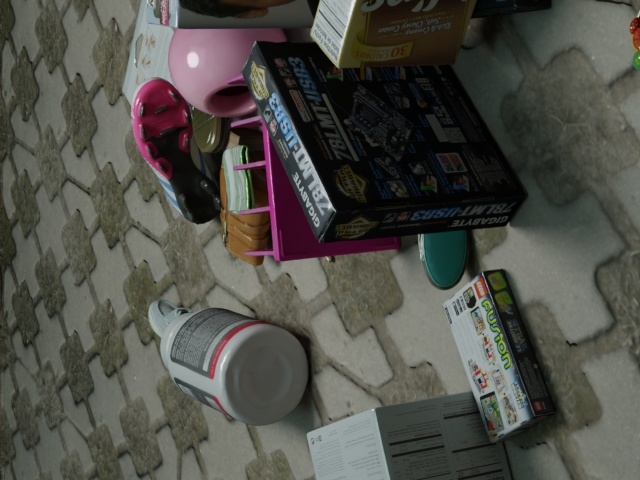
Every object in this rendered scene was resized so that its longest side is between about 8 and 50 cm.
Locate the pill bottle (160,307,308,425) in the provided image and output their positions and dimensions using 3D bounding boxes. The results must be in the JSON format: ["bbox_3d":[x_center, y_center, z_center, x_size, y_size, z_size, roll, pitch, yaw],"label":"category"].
[{"bbox_3d":[-0.170,0.216,2.282,0.318,0.176,0.176,11,105,59],"label":"pill bottle"}]

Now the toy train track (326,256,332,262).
[{"bbox_3d":[0.000,0.000,2.104,0.083,0.014,0.048,59,-177,23],"label":"toy train track"}]

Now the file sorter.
[{"bbox_3d":[-0.021,-0.121,1.941,0.182,0.202,0.291,-2,93,64],"label":"file sorter"}]

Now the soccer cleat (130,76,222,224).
[{"bbox_3d":[-0.286,-0.174,2.378,0.143,0.116,0.331,46,161,50],"label":"soccer cleat"}]

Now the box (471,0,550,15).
[{"bbox_3d":[0.203,-0.423,1.629,0.216,0.060,0.270,10,104,59],"label":"box"}]

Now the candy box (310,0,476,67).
[{"bbox_3d":[0.118,-0.366,1.541,0.087,0.182,0.316,55,140,42],"label":"candy box"}]

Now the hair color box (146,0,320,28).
[{"bbox_3d":[-0.050,-0.390,1.761,0.113,0.374,0.185,24,116,57],"label":"hair color box"}]

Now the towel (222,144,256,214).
[{"bbox_3d":[-0.135,-0.098,2.070,0.152,0.023,0.113,-176,78,-77],"label":"towel"}]

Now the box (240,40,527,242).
[{"bbox_3d":[0.080,-0.138,1.660,0.296,0.293,0.073,64,145,31],"label":"box"}]

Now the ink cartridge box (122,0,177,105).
[{"bbox_3d":[-0.316,-0.337,2.563,0.239,0.060,0.275,60,143,38],"label":"ink cartridge box"}]

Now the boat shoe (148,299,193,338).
[{"bbox_3d":[-0.274,0.180,2.572,0.227,0.079,0.081,48,128,38],"label":"boat shoe"}]

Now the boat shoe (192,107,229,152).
[{"bbox_3d":[-0.187,-0.251,2.305,0.080,0.073,0.224,-37,48,37],"label":"boat shoe"}]

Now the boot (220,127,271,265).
[{"bbox_3d":[-0.113,-0.057,2.198,0.283,0.109,0.220,36,124,56],"label":"boot"}]

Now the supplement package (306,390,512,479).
[{"bbox_3d":[0.134,0.363,1.749,0.199,0.198,0.263,-33,67,57],"label":"supplement package"}]

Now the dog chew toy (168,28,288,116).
[{"bbox_3d":[-0.166,-0.380,2.163,0.206,0.206,0.332,-46,48,53],"label":"dog chew toy"}]

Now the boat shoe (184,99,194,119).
[{"bbox_3d":[-0.230,-0.259,2.426,0.083,0.065,0.183,60,150,31],"label":"boat shoe"}]

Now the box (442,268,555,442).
[{"bbox_3d":[0.236,0.155,1.697,0.114,0.036,0.207,-46,56,53],"label":"box"}]

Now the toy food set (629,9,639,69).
[{"bbox_3d":[0.373,-0.228,1.403,0.083,0.020,0.083,-24,74,59],"label":"toy food set"}]

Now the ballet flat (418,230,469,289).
[{"bbox_3d":[0.166,-0.037,1.774,0.068,0.072,0.213,124,140,-87],"label":"ballet flat"}]
